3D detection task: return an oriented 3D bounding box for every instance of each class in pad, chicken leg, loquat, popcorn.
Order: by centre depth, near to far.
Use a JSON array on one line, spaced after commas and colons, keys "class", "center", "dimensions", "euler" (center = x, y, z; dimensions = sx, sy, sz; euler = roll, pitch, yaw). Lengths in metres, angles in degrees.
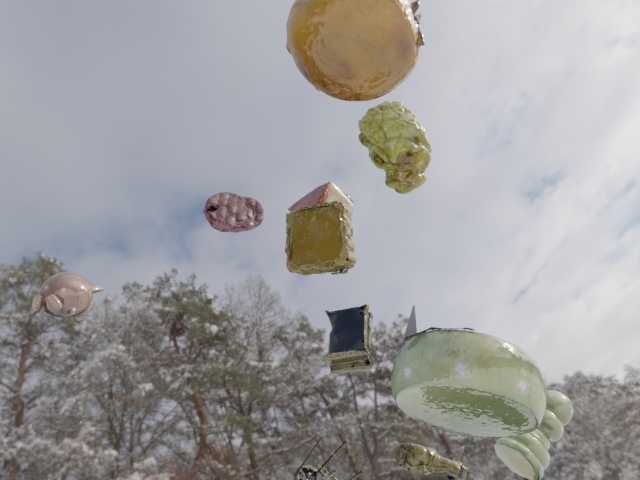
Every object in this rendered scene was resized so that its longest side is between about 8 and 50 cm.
[{"class": "loquat", "center": [0.057, -0.347, 0.828], "dimensions": [0.238, 0.193, 0.238], "euler": [4, -34, 3]}, {"class": "popcorn", "center": [0.233, -0.282, 1.430], "dimensions": [0.173, 0.286, 0.225], "euler": [-29, 4, -2]}, {"class": "chicken leg", "center": [0.332, 0.671, 1.438], "dimensions": [0.088, 0.227, 0.103], "euler": [-65, -33, -27]}, {"class": "pad", "center": [0.345, 0.401, 1.886], "dimensions": [0.004, 0.181, 0.267], "euler": [9, -57, 1]}]

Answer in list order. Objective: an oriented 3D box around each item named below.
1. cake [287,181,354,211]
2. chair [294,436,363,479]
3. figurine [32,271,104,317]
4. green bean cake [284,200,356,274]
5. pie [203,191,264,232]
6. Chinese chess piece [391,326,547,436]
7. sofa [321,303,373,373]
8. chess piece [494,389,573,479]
[{"class": "cake", "center": [-0.016, -0.084, 1.853], "dimensions": [0.158, 0.160, 0.262], "euler": [39, -44, -23]}, {"class": "chair", "center": [-0.021, 0.838, 1.617], "dimensions": [0.159, 0.170, 0.326], "euler": [23, -70, -37]}, {"class": "figurine", "center": [-0.629, 0.139, 1.187], "dimensions": [0.125, 0.125, 0.138], "euler": [-44, -8, 19]}, {"class": "green bean cake", "center": [0.000, 0.000, 1.560], "dimensions": [0.229, 0.224, 0.131], "euler": [-9, -16, 24]}, {"class": "pie", "center": [-0.216, -0.069, 1.191], "dimensions": [0.153, 0.154, 0.038], "euler": [-4, -46, -28]}, {"class": "Chinese chess piece", "center": [0.344, 0.341, 1.129], "dimensions": [0.349, 0.146, 0.349], "euler": [12, -35, 8]}, {"class": "sofa", "center": [0.128, 0.407, 1.949], "dimensions": [0.200, 0.258, 0.182], "euler": [-14, -44, 20]}, {"class": "chess piece", "center": [0.589, 0.507, 1.278], "dimensions": [0.243, 0.133, 0.133], "euler": [-38, -33, -25]}]
